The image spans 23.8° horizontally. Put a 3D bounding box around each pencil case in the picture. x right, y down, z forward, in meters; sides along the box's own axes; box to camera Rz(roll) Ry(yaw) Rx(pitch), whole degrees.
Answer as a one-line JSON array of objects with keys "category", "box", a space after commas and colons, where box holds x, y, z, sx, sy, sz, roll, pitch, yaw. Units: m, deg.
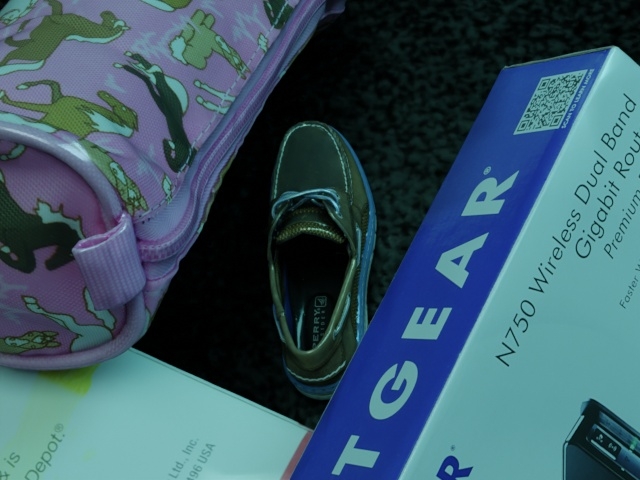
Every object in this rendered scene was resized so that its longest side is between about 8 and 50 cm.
[{"category": "pencil case", "box": [-0.104, -0.091, 0.843, 0.167, 0.160, 0.386, -33, 18, 35]}]

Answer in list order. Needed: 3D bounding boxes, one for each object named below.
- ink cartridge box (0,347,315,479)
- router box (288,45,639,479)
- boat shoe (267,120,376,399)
[{"category": "ink cartridge box", "box": [-0.151, 0.197, 0.800, 0.384, 0.160, 0.279, 23, 71, 19]}, {"category": "router box", "box": [0.139, 0.134, 0.709, 0.082, 0.301, 0.335, -2, 56, 58]}, {"category": "boat shoe", "box": [0.000, 0.000, 0.916, 0.066, 0.066, 0.183, -10, 64, 7]}]
